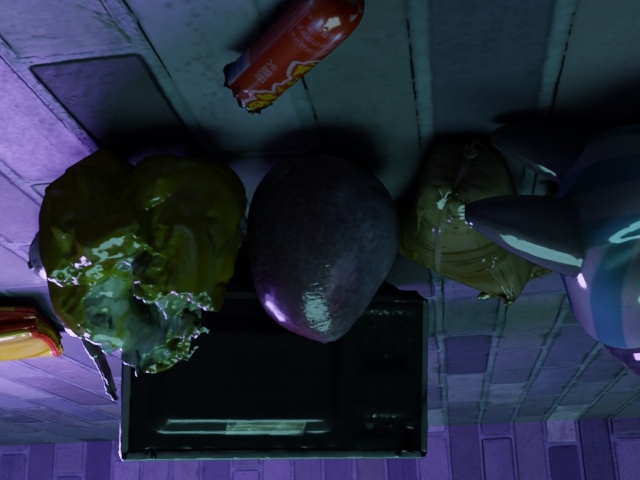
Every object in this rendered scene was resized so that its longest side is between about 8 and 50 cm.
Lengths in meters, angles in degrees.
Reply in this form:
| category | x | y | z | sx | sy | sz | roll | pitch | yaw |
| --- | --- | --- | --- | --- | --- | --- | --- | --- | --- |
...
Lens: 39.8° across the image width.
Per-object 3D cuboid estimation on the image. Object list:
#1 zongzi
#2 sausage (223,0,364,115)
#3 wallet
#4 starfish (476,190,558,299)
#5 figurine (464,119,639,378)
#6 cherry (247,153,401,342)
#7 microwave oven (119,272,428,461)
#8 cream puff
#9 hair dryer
| category | x | y | z | sx | sy | sz | roll | pitch | yaw |
| --- | --- | --- | --- | --- | --- | --- | --- | --- | --- |
| zongzi | 0.109 | -0.031 | 0.876 | 0.197 | 0.099 | 0.194 | 19 | 156 | 33 |
| sausage | -0.013 | -0.137 | 0.600 | 0.050 | 0.048 | 0.145 | 5 | 158 | -34 |
| wallet | -0.478 | 0.140 | 1.347 | 0.141 | 0.067 | 0.241 | -4 | 166 | -9 |
| starfish | 0.255 | -0.002 | 1.006 | 0.231 | 0.048 | 0.295 | 18 | 148 | -33 |
| figurine | 0.301 | 0.037 | 0.706 | 0.378 | 0.266 | 0.361 | 5 | -174 | -7 |
| cherry | 0.000 | 0.002 | 0.818 | 0.140 | 0.176 | 0.176 | 20 | 163 | 10 |
| microwave oven | -0.067 | 0.147 | 1.110 | 0.355 | 0.218 | 0.286 | 2 | 175 | -10 |
| cream puff | -0.168 | 0.000 | 0.809 | 0.195 | 0.194 | 0.221 | 9 | 141 | -27 |
| hair dryer | -0.283 | 0.075 | 1.016 | 0.067 | 0.199 | 0.167 | -23 | -165 | -22 |
